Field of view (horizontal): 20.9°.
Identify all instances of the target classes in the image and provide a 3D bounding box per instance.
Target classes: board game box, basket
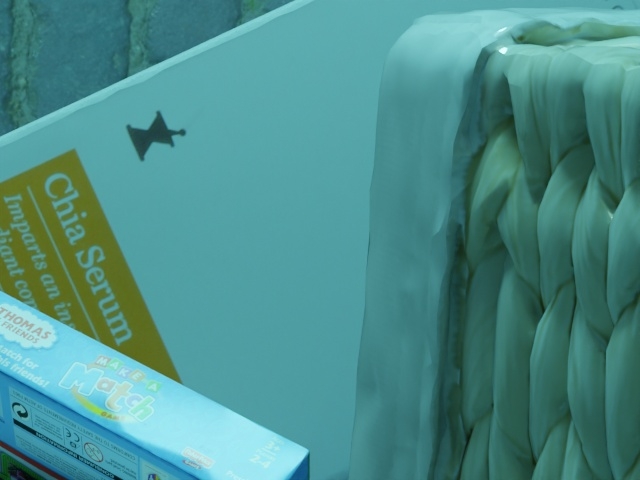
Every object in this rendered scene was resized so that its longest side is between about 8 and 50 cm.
[{"bbox_3d":[-0.079,0.132,0.726,0.160,0.211,0.039,25,48,23],"label":"board game box"},{"bbox_3d":[0.204,0.111,0.420,0.328,0.331,0.266,-1,6,-34],"label":"basket"}]

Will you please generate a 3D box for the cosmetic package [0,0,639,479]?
[{"bbox_3d":[0.000,0.000,0.901,0.453,0.230,0.161,-25,2,4],"label":"cosmetic package"}]
